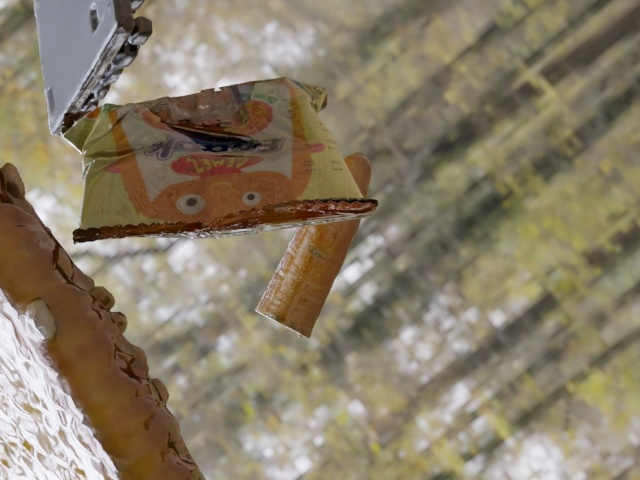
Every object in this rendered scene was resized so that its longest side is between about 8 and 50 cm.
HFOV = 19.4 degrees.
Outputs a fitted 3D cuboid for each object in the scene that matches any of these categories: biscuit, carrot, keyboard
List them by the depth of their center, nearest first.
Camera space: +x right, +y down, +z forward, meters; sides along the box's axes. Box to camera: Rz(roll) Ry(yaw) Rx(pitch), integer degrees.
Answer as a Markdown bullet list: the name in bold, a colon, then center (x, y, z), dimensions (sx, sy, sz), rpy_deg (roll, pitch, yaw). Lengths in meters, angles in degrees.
- **biscuit**: center (-0.104, 0.057, 0.663), dimensions (0.305, 0.038, 0.305), rpy_deg (46, 157, 26)
- **keyboard**: center (-0.141, -0.204, 1.081), dimensions (0.027, 0.106, 0.317), rpy_deg (13, -134, -28)
- **carrot**: center (0.000, 0.000, 1.349), dimensions (0.048, 0.139, 0.048), rpy_deg (25, -175, -2)

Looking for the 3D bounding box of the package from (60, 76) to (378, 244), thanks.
- **package**: center (-0.041, -0.028, 0.702), dimensions (0.120, 0.108, 0.031), rpy_deg (-111, 16, -63)
